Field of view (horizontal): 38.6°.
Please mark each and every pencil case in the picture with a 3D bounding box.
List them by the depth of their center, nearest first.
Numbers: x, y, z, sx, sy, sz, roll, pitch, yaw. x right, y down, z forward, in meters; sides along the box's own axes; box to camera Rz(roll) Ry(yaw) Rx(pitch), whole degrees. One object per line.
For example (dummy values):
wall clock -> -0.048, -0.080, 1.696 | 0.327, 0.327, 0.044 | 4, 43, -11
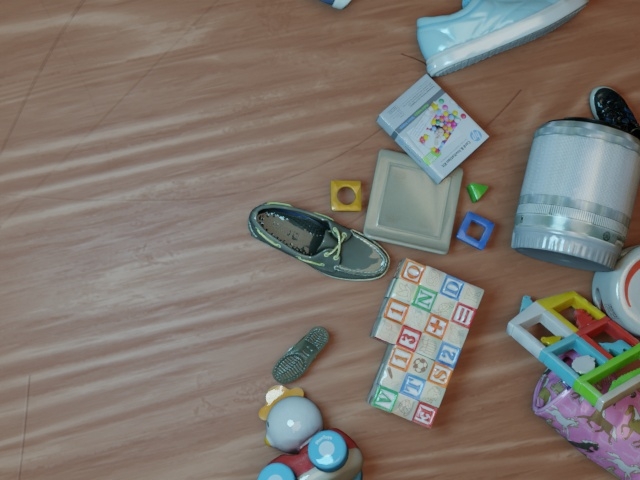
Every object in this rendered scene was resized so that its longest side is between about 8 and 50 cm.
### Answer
pencil case -> 0.615, 0.381, 1.826 | 0.386, 0.167, 0.160 | 37, 54, -1

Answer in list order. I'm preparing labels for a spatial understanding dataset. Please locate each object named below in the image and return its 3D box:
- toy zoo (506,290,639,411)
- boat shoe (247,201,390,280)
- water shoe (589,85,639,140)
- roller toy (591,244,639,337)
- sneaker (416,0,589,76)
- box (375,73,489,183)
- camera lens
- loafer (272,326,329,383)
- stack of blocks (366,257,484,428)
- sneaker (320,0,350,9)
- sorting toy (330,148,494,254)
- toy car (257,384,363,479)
toy zoo -> 0.505, 0.197, 1.798 | 0.192, 0.030, 0.293 | -20, 45, -29
boat shoe -> -0.002, 0.004, 1.836 | 0.305, 0.091, 0.109 | 21, 85, -2
water shoe -> 0.639, -0.240, 1.909 | 0.073, 0.080, 0.203 | -30, 89, -6
roller toy -> 0.661, 0.105, 1.852 | 0.191, 0.146, 0.209 | 19, 85, -2
sneaker -> 0.369, -0.470, 1.880 | 0.366, 0.135, 0.150 | -22, 91, -7
box -> 0.229, -0.229, 1.879 | 0.145, 0.038, 0.186 | -42, 85, -17
camera lens -> 0.512, -0.093, 1.819 | 0.219, 0.219, 0.274 | 14, 85, -3
loafer -> -0.036, 0.230, 1.840 | 0.148, 0.050, 0.056 | -43, 86, 9
stack of blocks -> 0.189, 0.204, 1.838 | 0.171, 0.087, 0.297 | 22, 85, -2
sneaker -> 0.045, -0.659, 1.870 | 0.148, 0.131, 0.350 | 20, 85, -7
sorting toy -> 0.187, -0.078, 1.881 | 0.348, 0.047, 0.196 | 13, 78, -6
toy car -> -0.055, 0.395, 1.779 | 0.210, 0.219, 0.238 | -32, 60, -5
